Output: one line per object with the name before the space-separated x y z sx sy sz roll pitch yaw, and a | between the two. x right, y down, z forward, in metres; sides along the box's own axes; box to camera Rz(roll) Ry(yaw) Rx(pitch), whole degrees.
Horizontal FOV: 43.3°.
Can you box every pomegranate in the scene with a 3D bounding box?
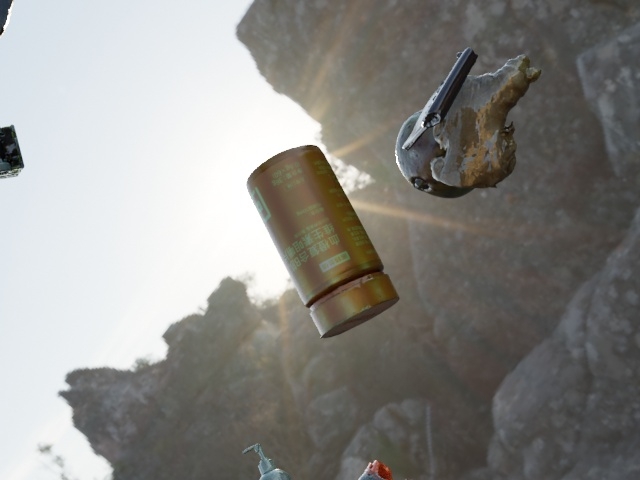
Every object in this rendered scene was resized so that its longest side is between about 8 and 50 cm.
pomegranate | 0.218 -0.162 1.331 0.205 0.159 0.159 -44 -6 -8

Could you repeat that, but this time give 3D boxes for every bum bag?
bum bag | 0.153 -0.184 1.077 0.109 0.026 0.159 -60 5 -15

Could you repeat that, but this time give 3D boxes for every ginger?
ginger | 0.237 -0.180 1.203 0.074 0.138 0.213 -2 -73 -73

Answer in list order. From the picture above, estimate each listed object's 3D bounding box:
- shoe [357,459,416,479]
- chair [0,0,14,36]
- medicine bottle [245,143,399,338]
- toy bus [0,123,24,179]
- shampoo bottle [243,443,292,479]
shoe | 0.111 0.328 0.959 0.074 0.194 0.077 37 -103 -46
chair | -0.493 -0.271 0.685 0.401 0.226 0.226 -13 -35 -49
medicine bottle | 0.000 0.000 0.864 0.096 0.191 0.096 -25 -13 -6
toy bus | -0.610 -0.138 1.384 0.175 0.088 0.101 -14 -2 -27
shampoo bottle | -0.058 0.384 1.191 0.056 0.195 0.056 -18 -37 -14
